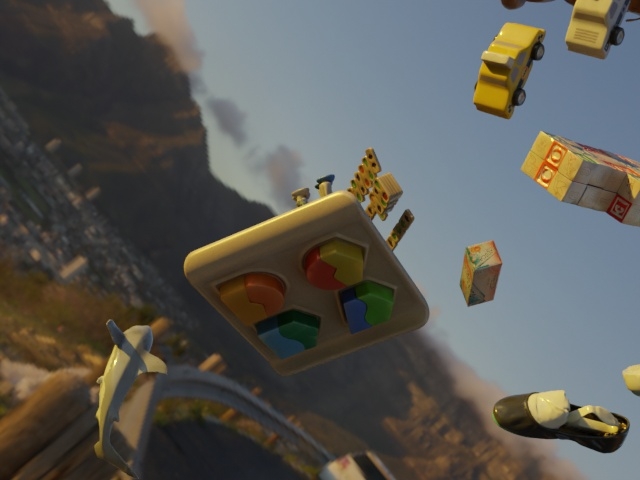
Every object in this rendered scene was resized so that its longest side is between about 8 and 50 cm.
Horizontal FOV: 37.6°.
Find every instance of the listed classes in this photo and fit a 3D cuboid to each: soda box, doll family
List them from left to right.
[{"bbox_3d":[0.000,0.000,1.736,0.263,0.118,0.163,68,5,-74],"label":"doll family"},{"bbox_3d":[0.331,0.071,1.948,0.183,0.063,0.058,81,-7,-62],"label":"soda box"}]

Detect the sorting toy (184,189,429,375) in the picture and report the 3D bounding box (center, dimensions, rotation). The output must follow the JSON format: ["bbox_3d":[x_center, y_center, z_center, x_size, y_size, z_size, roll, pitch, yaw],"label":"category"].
[{"bbox_3d":[-0.009,0.057,0.965,0.208,0.193,0.038,54,20,-41],"label":"sorting toy"}]

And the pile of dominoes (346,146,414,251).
[{"bbox_3d":[0.114,-0.070,2.130,0.196,0.040,0.251,58,-27,18],"label":"pile of dominoes"}]

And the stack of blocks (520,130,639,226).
[{"bbox_3d":[0.549,-0.106,1.785,0.297,0.087,0.171,11,24,-34],"label":"stack of blocks"}]

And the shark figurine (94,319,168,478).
[{"bbox_3d":[-0.321,0.249,1.613,0.116,0.278,0.166,6,-31,8],"label":"shark figurine"}]

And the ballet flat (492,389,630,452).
[{"bbox_3d":[0.468,0.333,1.795,0.280,0.096,0.095,14,45,-18],"label":"ballet flat"}]

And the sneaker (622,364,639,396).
[{"bbox_3d":[0.712,0.304,1.827,0.366,0.135,0.150,6,69,-45],"label":"sneaker"}]

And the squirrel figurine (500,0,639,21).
[{"bbox_3d":[0.586,-0.570,1.906,0.370,0.281,0.397,31,3,13],"label":"squirrel figurine"}]

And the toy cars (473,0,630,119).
[{"bbox_3d":[0.433,-0.387,1.765,0.087,0.393,0.176,18,46,-53],"label":"toy cars"}]
